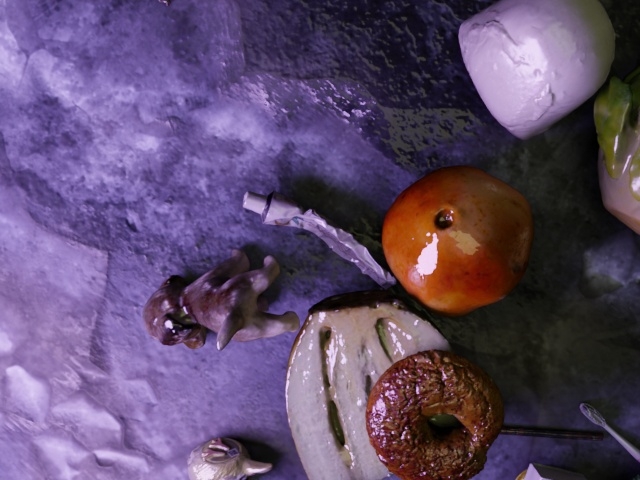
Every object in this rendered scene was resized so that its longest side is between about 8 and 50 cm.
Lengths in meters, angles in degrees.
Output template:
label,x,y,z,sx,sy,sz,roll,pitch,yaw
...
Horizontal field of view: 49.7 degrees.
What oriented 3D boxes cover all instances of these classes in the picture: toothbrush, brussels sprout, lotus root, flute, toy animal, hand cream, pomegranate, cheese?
label,x,y,z,sx,sy,sz,roll,pitch,yaw
toothbrush,0.510,0.348,1.070,0.286,0.025,0.020,41,94,-3
brussels sprout,0.498,-0.134,0.917,0.227,0.259,0.294,18,103,-33
lotus root,0.068,0.193,0.997,0.267,0.149,0.260,-23,98,7
flute,0.304,0.296,1.071,0.270,0.014,0.014,4,95,0
toy animal,-0.133,0.351,1.033,0.137,0.098,0.098,8,95,18
hand cream,0.002,-0.003,1.014,0.257,0.084,0.050,30,72,-4
pomegranate,0.186,-0.001,0.958,0.209,0.209,0.209,0,95,0
cheese,0.306,-0.258,0.952,0.154,0.189,0.198,-36,96,-30
toy animal,-0.141,0.096,0.983,0.169,0.233,0.121,-29,107,-37

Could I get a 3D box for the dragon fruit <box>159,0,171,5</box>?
label,x,y,z,sx,sy,sz,roll,pitch,yaw
dragon fruit,-0.135,-0.446,0.947,0.282,0.147,0.211,-43,94,2

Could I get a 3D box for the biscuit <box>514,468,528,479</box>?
label,x,y,z,sx,sy,sz,roll,pitch,yaw
biscuit,0.340,0.393,1.074,0.084,0.023,0.084,0,95,-2

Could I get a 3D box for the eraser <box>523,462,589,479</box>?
label,x,y,z,sx,sy,sz,roll,pitch,yaw
eraser,0.330,0.456,1.042,0.096,0.052,0.225,15,99,-7

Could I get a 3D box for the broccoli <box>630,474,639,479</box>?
label,x,y,z,sx,sy,sz,roll,pitch,yaw
broccoli,0.513,0.469,0.992,0.241,0.261,0.269,43,65,-28

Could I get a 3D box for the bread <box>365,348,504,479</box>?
label,x,y,z,sx,sy,sz,roll,pitch,yaw
bread,0.146,0.233,0.894,0.193,0.064,0.193,1,102,3
